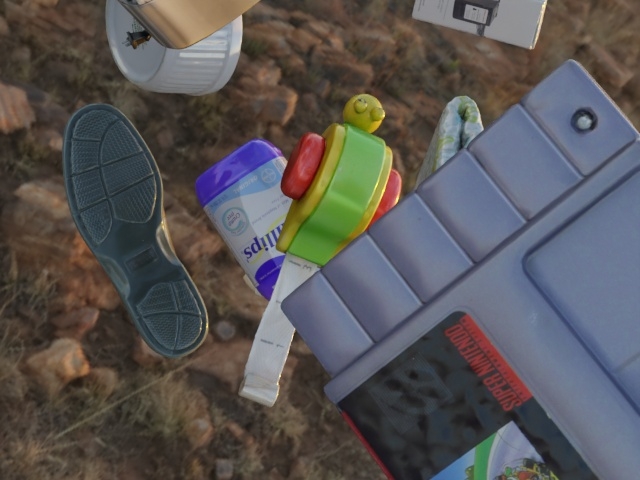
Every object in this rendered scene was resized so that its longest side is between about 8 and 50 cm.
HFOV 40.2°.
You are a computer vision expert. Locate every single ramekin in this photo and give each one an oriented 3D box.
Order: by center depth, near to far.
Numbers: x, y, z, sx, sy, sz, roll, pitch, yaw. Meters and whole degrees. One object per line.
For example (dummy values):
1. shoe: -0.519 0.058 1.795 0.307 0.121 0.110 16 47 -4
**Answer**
1. ramekin: -0.214 -0.305 1.230 0.109 0.207 0.207 -13 63 -41

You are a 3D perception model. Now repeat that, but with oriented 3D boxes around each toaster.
1. toaster: -0.129 -0.282 0.834 0.129 0.227 0.146 57 6 11

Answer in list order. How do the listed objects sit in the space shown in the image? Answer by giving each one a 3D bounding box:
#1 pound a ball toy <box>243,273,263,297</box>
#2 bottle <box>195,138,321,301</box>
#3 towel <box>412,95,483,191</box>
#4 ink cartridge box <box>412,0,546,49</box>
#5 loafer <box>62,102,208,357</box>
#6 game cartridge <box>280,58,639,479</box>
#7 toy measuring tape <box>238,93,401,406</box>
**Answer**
1. pound a ball toy: -0.012 0.052 1.502 0.136 0.208 0.319 37 1 -13
2. bottle: -0.034 0.018 1.057 0.283 0.118 0.092 57 9 2
3. towel: 0.200 -0.004 1.486 0.090 0.320 0.374 11 61 -3
4. ink cartridge box: 0.199 -0.294 1.063 0.150 0.063 0.109 17 34 9
5. loafer: -0.199 -0.006 0.896 0.096 0.084 0.267 -23 100 -22
6. game cartridge: 0.159 0.110 0.472 0.355 0.230 0.068 53 13 11
7. toy measuring tape: 0.000 0.000 0.852 0.121 0.121 0.330 25 76 -20
